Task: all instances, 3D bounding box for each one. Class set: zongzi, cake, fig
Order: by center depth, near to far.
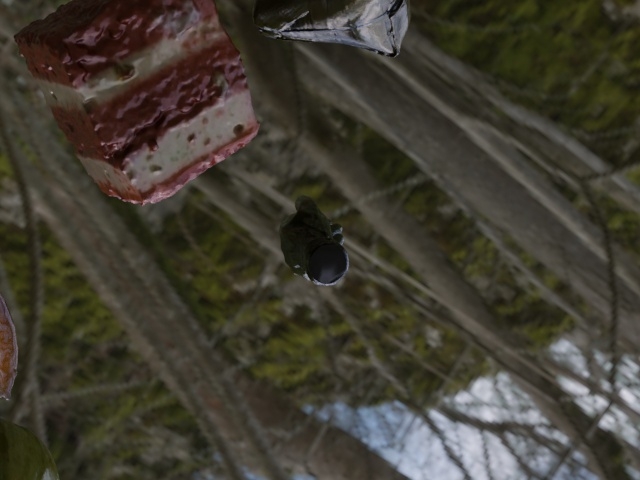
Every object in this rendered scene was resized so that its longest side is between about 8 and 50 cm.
[{"bbox_3d":[-0.513,0.394,2.223,0.239,0.239,0.271,-53,-152,6],"label":"fig"},{"bbox_3d":[0.006,-0.406,2.230,0.260,0.289,0.123,9,-115,14],"label":"zongzi"},{"bbox_3d":[-0.274,-0.245,2.291,0.269,0.319,0.270,-32,-160,-16],"label":"cake"}]

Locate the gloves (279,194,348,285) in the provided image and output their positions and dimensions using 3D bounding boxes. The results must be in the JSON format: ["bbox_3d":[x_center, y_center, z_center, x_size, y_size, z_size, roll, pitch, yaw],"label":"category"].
[{"bbox_3d":[-0.013,0.003,2.413,0.107,0.135,0.268,-9,-164,0],"label":"gloves"}]

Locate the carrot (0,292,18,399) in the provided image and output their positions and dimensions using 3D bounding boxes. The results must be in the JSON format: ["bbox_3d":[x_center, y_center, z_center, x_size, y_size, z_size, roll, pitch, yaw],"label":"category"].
[{"bbox_3d":[-0.544,0.142,1.884,0.254,0.196,0.196,-3,-123,32],"label":"carrot"}]
